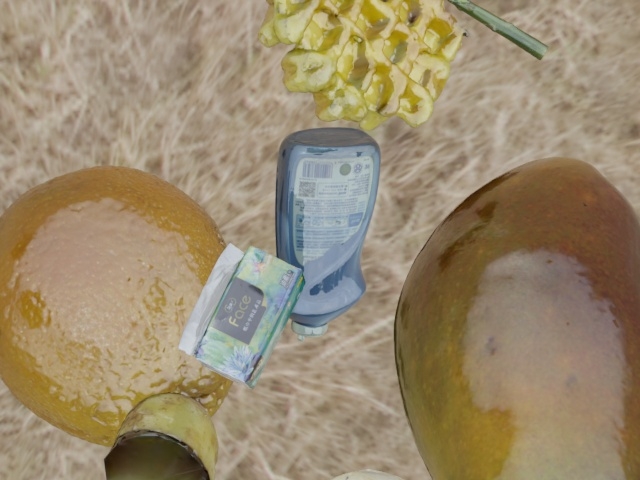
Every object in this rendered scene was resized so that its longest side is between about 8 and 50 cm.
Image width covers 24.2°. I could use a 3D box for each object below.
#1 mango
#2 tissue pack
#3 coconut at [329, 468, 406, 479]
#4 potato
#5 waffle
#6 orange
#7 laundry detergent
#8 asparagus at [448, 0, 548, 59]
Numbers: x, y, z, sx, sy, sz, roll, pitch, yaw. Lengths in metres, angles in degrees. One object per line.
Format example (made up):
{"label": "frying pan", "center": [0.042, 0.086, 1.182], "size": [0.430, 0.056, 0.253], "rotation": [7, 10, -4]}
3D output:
{"label": "mango", "center": [0.101, 0.058, 0.724], "size": [0.133, 0.111, 0.267], "rotation": [20, 41, -7]}
{"label": "tissue pack", "center": [-0.070, 0.064, 1.312], "size": [0.079, 0.085, 0.111], "rotation": [25, 82, 5]}
{"label": "coconut", "center": [0.052, 0.296, 1.332], "size": [0.161, 0.161, 0.162], "rotation": [-45, 127, -8]}
{"label": "potato", "center": [-0.137, 0.165, 1.318], "size": [0.096, 0.103, 0.066], "rotation": [3, 122, -2]}
{"label": "waffle", "center": [0.036, -0.210, 1.145], "size": [0.249, 0.056, 0.253], "rotation": [-31, 103, -41]}
{"label": "orange", "center": [-0.253, 0.085, 1.827], "size": [0.322, 0.322, 0.357], "rotation": [-27, 63, -9]}
{"label": "laundry detergent", "center": [0.001, 0.001, 1.382], "size": [0.097, 0.061, 0.206], "rotation": [-6, 115, -28]}
{"label": "asparagus", "center": [0.148, -0.201, 1.342], "size": [0.127, 0.018, 0.015], "rotation": [33, 89, 3]}
